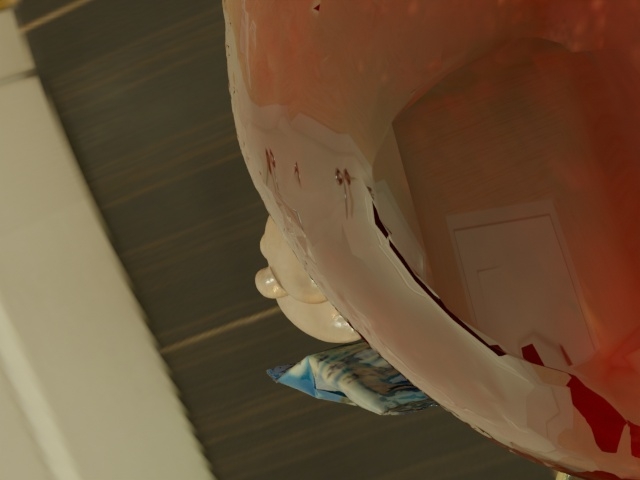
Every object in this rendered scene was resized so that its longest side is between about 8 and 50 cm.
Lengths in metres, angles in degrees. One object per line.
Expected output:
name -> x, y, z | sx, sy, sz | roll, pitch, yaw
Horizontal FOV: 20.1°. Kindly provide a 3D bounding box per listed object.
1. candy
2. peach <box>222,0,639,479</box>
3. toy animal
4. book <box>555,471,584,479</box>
candy -> 0.041, 0.063, 0.868 | 0.136, 0.088, 0.038 | 8, 104, 63
peach -> 0.142, -0.079, 0.678 | 0.388, 0.388, 0.388 | 5, 105, 18
toy animal -> 0.002, 0.001, 1.445 | 0.124, 0.212, 0.124 | -2, 66, 4
book -> 0.279, 0.400, 1.640 | 0.262, 0.028, 0.374 | 23, 78, -20
